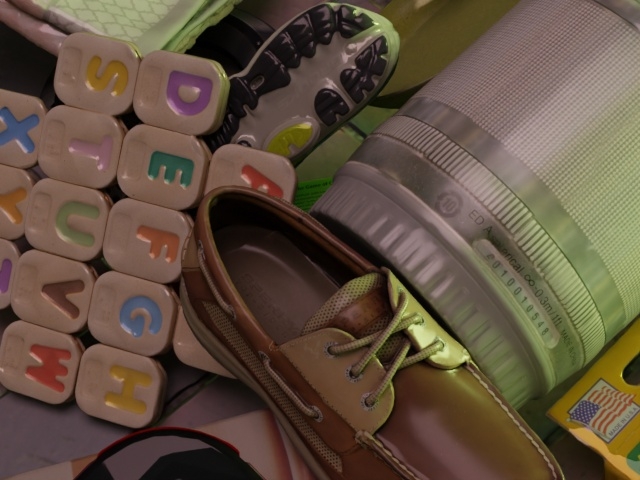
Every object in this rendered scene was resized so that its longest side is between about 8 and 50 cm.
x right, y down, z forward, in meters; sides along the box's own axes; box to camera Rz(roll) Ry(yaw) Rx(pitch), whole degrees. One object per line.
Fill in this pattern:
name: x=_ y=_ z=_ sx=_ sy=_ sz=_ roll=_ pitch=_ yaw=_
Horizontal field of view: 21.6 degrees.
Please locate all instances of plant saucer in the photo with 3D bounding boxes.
plant saucer: x=0.122 y=-0.182 z=1.357 sx=0.241 sy=0.037 sz=0.241 roll=-33 pitch=22 yaw=16

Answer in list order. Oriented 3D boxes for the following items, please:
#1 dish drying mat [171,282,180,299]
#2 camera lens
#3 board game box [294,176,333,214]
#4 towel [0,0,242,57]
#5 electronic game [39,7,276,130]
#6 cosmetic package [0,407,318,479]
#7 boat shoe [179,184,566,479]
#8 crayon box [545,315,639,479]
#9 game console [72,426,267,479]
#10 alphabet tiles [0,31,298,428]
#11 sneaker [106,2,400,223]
dish drying mat: x=-0.113 y=0.058 z=1.320 sx=0.032 sy=0.008 sz=0.083 roll=-34 pitch=59 yaw=-12
camera lens: x=0.156 y=-0.036 z=1.173 sx=0.274 sy=0.219 sz=0.219 roll=-42 pitch=60 yaw=-12
board game box: x=0.000 y=0.000 z=1.317 sx=0.181 sy=0.043 sz=0.092 roll=-10 pitch=55 yaw=3
towel: x=-0.199 y=-0.289 z=1.412 sx=0.317 sy=0.053 sz=0.332 roll=33 pitch=43 yaw=4
electronic game: x=-0.128 y=-0.115 z=1.413 sx=0.229 sy=0.048 sz=0.229 roll=-5 pitch=54 yaw=7
cosmetic package: x=-0.092 y=0.223 z=1.133 sx=0.296 sy=0.129 sz=0.153 roll=-16 pitch=54 yaw=-1
boat shoe: x=0.022 y=0.079 z=1.061 sx=0.324 sy=0.116 sz=0.123 roll=36 pitch=61 yaw=27
crayon box: x=0.339 y=0.162 z=1.128 sx=0.203 sy=0.083 sz=0.323 roll=-42 pitch=61 yaw=-18
game console: x=-0.108 y=0.343 z=0.996 sx=0.386 sy=0.060 sz=0.342 roll=-44 pitch=80 yaw=-5
alphabet tiles: x=-0.159 y=-0.008 z=1.262 sx=0.278 sy=0.021 sz=0.284 roll=15 pitch=98 yaw=19
sneaker: x=-0.050 y=-0.078 z=1.293 sx=0.275 sy=0.110 sz=0.107 roll=-33 pitch=84 yaw=10
